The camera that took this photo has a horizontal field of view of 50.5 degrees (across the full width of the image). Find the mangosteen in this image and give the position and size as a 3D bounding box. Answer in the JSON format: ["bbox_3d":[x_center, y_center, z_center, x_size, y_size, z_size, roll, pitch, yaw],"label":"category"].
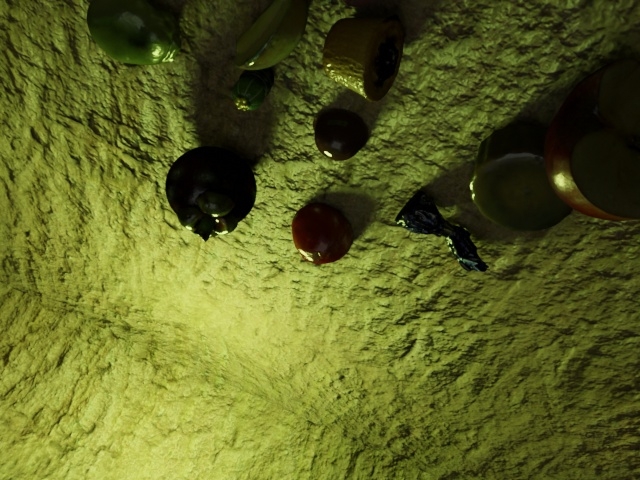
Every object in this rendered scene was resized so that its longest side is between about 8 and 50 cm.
[{"bbox_3d":[-0.363,-0.152,2.189,0.300,0.300,0.300,14,140,12],"label":"mangosteen"}]

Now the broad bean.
[{"bbox_3d":[-0.524,-0.592,1.905,0.290,0.119,0.238,11,149,20],"label":"broad bean"}]

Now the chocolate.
[{"bbox_3d":[0.392,-0.019,2.098,0.343,0.126,0.148,33,180,-15],"label":"chocolate"}]

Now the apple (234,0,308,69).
[{"bbox_3d":[-0.122,-0.514,1.739,0.120,0.193,0.265,32,139,-25],"label":"apple"}]

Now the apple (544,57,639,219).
[{"bbox_3d":[0.701,-0.213,1.551,0.364,0.295,0.329,16,125,-16],"label":"apple"}]

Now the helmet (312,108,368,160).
[{"bbox_3d":[0.041,-0.293,1.967,0.175,0.106,0.155,20,141,11],"label":"helmet"}]

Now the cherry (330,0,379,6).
[{"bbox_3d":[0.097,-0.601,1.600,0.126,0.087,0.106,12,142,-14],"label":"cherry"}]

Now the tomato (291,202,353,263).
[{"bbox_3d":[0.000,0.000,2.292,0.200,0.140,0.233,-6,132,24],"label":"tomato"}]

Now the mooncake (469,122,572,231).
[{"bbox_3d":[0.545,-0.168,1.802,0.290,0.161,0.290,13,139,11],"label":"mooncake"}]

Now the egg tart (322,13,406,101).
[{"bbox_3d":[0.108,-0.458,1.674,0.170,0.215,0.215,21,143,22],"label":"egg tart"}]

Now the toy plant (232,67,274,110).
[{"bbox_3d":[-0.190,-0.424,1.886,0.092,0.162,0.093,14,141,11],"label":"toy plant"}]
